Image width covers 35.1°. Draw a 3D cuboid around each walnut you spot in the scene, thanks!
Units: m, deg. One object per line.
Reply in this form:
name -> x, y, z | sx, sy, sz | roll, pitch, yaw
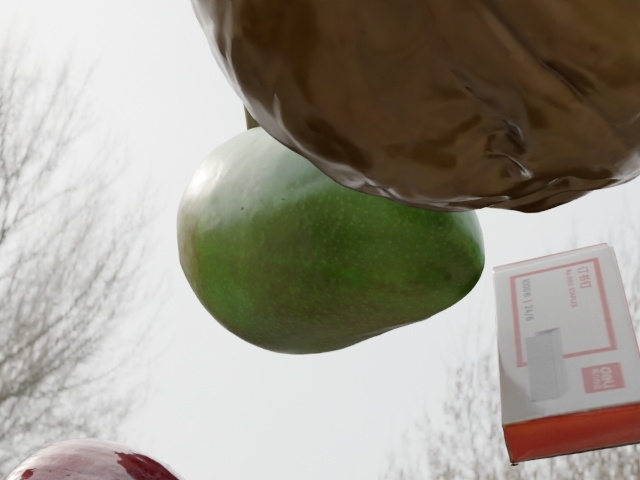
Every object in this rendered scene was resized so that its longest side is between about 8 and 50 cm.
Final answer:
walnut -> 0.109, -0.180, 0.554 | 0.354, 0.308, 0.397 | -41, -15, 22

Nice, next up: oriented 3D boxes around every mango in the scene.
mango -> 0.000, 0.000, 0.952 | 0.201, 0.225, 0.381 | -3, 4, -39

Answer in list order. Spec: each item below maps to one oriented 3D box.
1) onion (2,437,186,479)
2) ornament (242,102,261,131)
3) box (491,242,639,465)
onion -> -0.128, 0.267, 0.719 | 0.283, 0.227, 0.120 | 32, -29, -8
ornament -> -0.064, -0.250, 1.395 | 0.230, 0.245, 0.061 | -9, -5, 40
box -> 0.216, 0.092, 0.897 | 0.122, 0.229, 0.050 | -12, -58, 15
